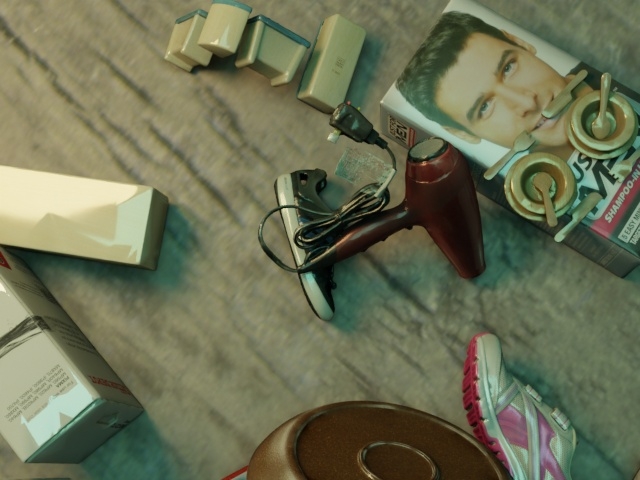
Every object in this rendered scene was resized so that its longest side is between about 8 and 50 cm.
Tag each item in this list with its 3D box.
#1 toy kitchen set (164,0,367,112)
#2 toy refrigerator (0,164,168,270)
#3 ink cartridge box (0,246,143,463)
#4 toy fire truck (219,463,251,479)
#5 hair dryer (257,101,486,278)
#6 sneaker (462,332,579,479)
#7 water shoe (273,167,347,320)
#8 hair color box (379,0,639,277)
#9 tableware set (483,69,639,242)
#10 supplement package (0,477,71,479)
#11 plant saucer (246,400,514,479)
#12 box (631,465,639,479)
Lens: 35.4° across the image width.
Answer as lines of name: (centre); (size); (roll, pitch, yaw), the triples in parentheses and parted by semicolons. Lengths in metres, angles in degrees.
toy kitchen set: (-0.077, -0.265, 1.362); (0.207, 0.166, 0.122); (25, 77, -28)
toy refrigerator: (-0.344, -0.032, 1.308); (0.269, 0.094, 0.102); (8, 83, 6)
ink cartridge box: (-0.359, 0.134, 1.213); (0.114, 0.197, 0.273); (-42, 77, -5)
toy fire truck: (0.044, 0.318, 1.116); (0.254, 0.302, 0.169); (50, 127, 17)
hair dryer: (0.089, -0.034, 1.238); (0.293, 0.080, 0.224); (23, 115, -18)
sneaker: (0.247, 0.228, 1.208); (0.111, 0.103, 0.252); (-17, 82, -5)
water shoe: (0.000, 0.000, 1.286); (0.080, 0.073, 0.203); (-16, 76, -3)
hair color box: (0.280, -0.135, 1.280); (0.374, 0.113, 0.185); (32, 81, 11)
tableware set: (0.301, -0.104, 1.192); (0.128, 0.039, 0.194); (43, 84, 12)
supplement package: (-0.366, 0.397, 1.116); (0.199, 0.263, 0.198); (-27, 77, -3)
plant saucer: (0.078, 0.254, 1.059); (0.310, 0.310, 0.050); (14, 111, 7)
box: (0.446, 0.388, 1.066); (0.242, 0.077, 0.307); (21, 34, 7)
